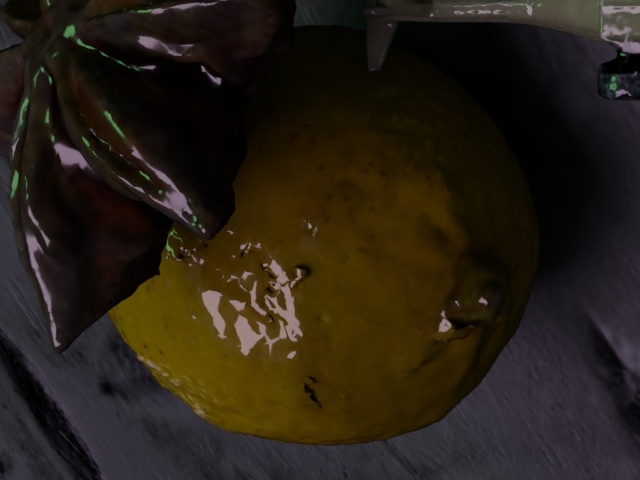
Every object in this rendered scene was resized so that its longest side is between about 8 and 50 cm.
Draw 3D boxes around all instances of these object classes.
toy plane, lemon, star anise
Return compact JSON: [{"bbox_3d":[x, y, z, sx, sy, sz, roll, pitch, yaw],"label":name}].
[{"bbox_3d":[0.140,-0.118,1.014,0.286,0.108,0.092,2,97,27],"label":"toy plane"},{"bbox_3d":[0.000,0.000,1.189,0.310,0.253,0.253,23,135,45],"label":"lemon"},{"bbox_3d":[-0.106,-0.089,1.068,0.315,0.108,0.315,-28,54,48],"label":"star anise"}]
